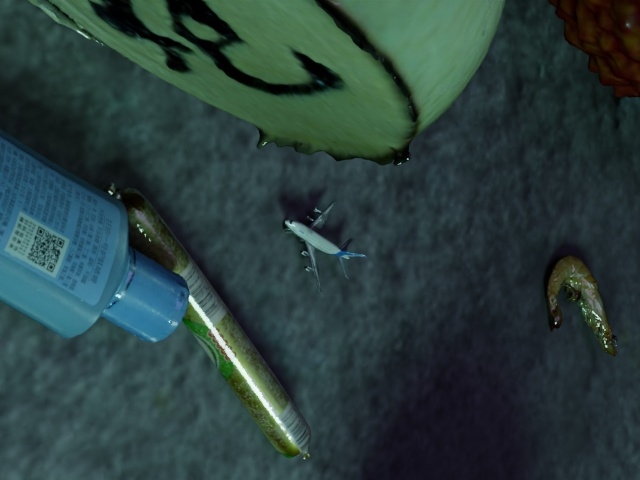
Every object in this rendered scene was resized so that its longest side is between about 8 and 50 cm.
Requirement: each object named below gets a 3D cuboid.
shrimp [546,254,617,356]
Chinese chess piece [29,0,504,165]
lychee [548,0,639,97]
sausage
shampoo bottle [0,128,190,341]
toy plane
[{"bbox_3d":[0.246,0.072,1.549,0.083,0.023,0.114,-38,105,-43],"label":"shrimp"},{"bbox_3d":[-0.055,-0.189,1.010,0.349,0.349,0.146,39,73,-37],"label":"Chinese chess piece"},{"bbox_3d":[0.408,-0.305,1.516,0.500,0.424,0.425,50,48,-42],"label":"lychee"},{"bbox_3d":[-0.077,0.063,1.170,0.269,0.032,0.033,56,46,-25],"label":"sausage"},{"bbox_3d":[-0.187,-0.006,1.035,0.258,0.061,0.104,34,57,-40],"label":"shampoo bottle"},{"bbox_3d":[-0.001,0.001,1.277,0.084,0.024,0.078,25,65,-37],"label":"toy plane"}]
